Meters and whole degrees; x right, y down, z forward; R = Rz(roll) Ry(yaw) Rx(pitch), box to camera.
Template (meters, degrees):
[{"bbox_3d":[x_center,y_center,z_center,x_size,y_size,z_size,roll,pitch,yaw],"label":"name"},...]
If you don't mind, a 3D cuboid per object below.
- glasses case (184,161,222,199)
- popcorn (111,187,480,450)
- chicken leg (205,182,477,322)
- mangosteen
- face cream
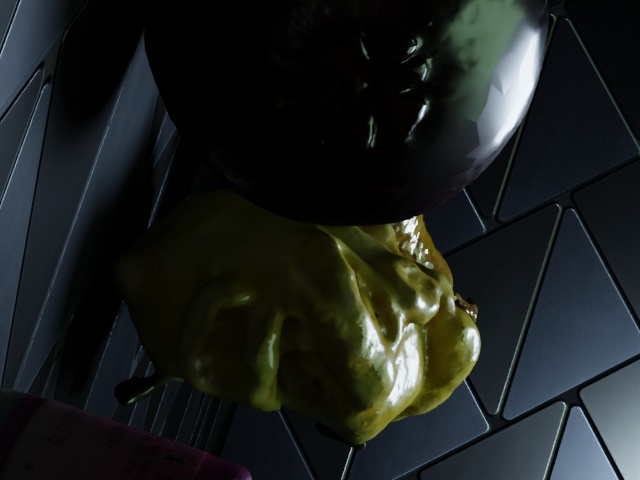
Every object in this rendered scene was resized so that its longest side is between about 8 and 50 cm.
[{"bbox_3d":[-0.119,-0.027,1.925,0.067,0.045,0.178,81,27,-75],"label":"glasses case"},{"bbox_3d":[-0.029,0.046,1.652,0.316,0.297,0.280,0,110,-56],"label":"popcorn"},{"bbox_3d":[0.000,0.000,1.870,0.295,0.409,0.182,-49,-152,-15],"label":"chicken leg"},{"bbox_3d":[0.012,-0.164,1.339,0.293,0.297,0.297,57,-39,46],"label":"mangosteen"},{"bbox_3d":[-0.152,0.170,0.976,0.175,0.195,0.175,19,90,-88],"label":"face cream"}]
